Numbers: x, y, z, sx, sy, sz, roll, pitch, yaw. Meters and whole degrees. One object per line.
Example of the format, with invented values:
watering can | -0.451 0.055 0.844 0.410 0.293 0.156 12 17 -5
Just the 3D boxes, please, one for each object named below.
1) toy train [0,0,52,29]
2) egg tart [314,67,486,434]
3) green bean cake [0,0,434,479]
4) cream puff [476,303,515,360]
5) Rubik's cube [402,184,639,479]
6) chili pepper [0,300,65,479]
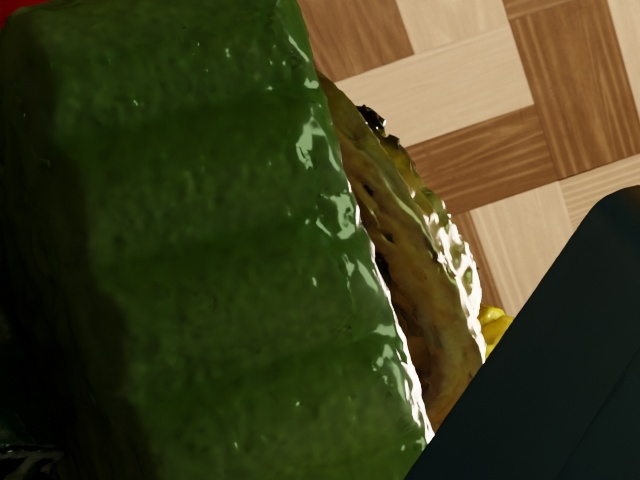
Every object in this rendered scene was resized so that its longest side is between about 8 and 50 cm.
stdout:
toy train | -0.108 -0.036 0.865 0.204 0.083 0.131 63 13 -51
egg tart | 0.000 0.000 1.008 0.291 0.107 0.291 34 -36 29
green bean cake | -0.060 0.030 0.624 0.248 0.125 0.222 160 -87 -73
cream puff | 0.143 0.230 1.622 0.324 0.291 0.257 53 -17 -23
Rubik's cube | 0.132 0.242 0.330 0.346 0.347 0.344 30 11 -8
chili pepper | -0.151 -0.008 0.581 0.088 0.059 0.227 109 -39 -63
